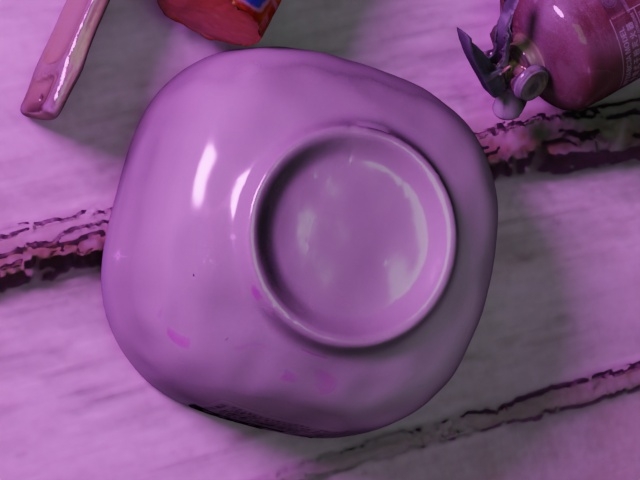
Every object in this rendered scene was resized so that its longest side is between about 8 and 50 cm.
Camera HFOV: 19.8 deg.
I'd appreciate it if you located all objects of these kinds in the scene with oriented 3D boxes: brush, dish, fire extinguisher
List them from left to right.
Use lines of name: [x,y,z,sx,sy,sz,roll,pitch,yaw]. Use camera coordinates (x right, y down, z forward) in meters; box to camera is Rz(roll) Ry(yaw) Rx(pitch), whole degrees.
brush: [-0.095,-0.214,1.107,0.050,0.060,0.321,28,79,-27]
dish: [0.000,0.000,1.100,0.256,0.117,0.256,1,87,-19]
fire extinguisher: [0.201,-0.160,1.186,0.269,0.105,0.105,-29,97,-17]

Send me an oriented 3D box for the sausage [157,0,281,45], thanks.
sausage: [-0.007,-0.247,1.126,0.074,0.074,0.274,34,71,-15]
